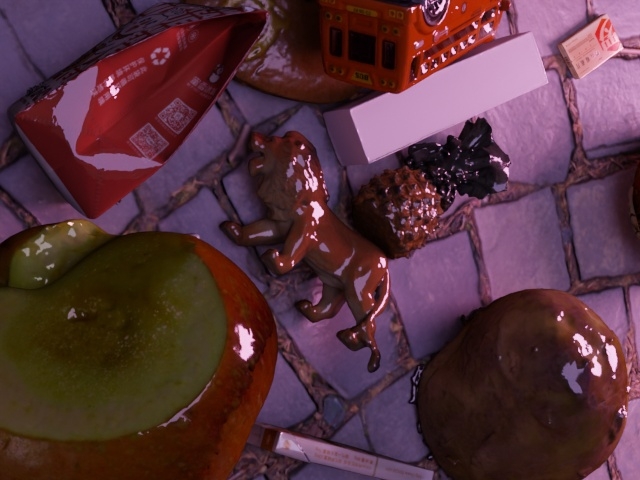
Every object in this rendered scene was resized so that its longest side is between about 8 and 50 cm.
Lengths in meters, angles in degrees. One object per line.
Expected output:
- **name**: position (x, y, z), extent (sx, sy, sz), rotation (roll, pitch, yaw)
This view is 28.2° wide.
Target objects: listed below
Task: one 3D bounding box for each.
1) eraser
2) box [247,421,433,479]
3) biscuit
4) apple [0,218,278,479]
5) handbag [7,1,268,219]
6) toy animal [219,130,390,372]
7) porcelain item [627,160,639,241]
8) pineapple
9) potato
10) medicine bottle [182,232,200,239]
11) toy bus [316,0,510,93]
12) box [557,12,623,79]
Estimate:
- **eraser**: position (0.153, -0.187, 1.663), extent (0.298, 0.078, 0.076), rotation (-26, 102, -23)
- **box**: position (0.018, 0.267, 1.583), extent (0.220, 0.122, 0.032), rotation (19, 82, -25)
- **biscuit**: position (-0.029, -0.315, 1.587), extent (0.262, 0.052, 0.277), rotation (21, 82, -25)
- **apple**: position (-0.237, 0.145, 1.328), extent (0.374, 0.374, 0.384), rotation (19, 112, -25)
- **handbag**: position (-0.190, -0.166, 1.425), extent (0.298, 0.171, 0.151), rotation (-36, 107, -9)
- **toy animal**: position (0.000, 0.000, 1.578), extent (0.312, 0.097, 0.157), rotation (46, 78, -16)
- **porcelain item**: position (0.564, -0.063, 1.819), extent (0.253, 0.253, 0.253), rotation (-1, 91, -26)
- **pineapple**: position (0.149, -0.073, 1.655), extent (0.237, 0.111, 0.119), rotation (-38, 133, -26)
- **potato**: position (0.294, 0.208, 1.652), extent (0.301, 0.237, 0.289), rotation (-43, 108, -18)
- **medicine bottle**: position (-0.177, 0.054, 1.521), extent (0.074, 0.055, 0.118), rotation (-11, 95, -26)
- **toy bus**: position (0.136, -0.299, 1.580), extent (0.329, 0.143, 0.153), rotation (-37, 136, -47)
- **box**: position (0.384, -0.276, 1.809), extent (0.093, 0.015, 0.058), rotation (-35, 104, -20)
